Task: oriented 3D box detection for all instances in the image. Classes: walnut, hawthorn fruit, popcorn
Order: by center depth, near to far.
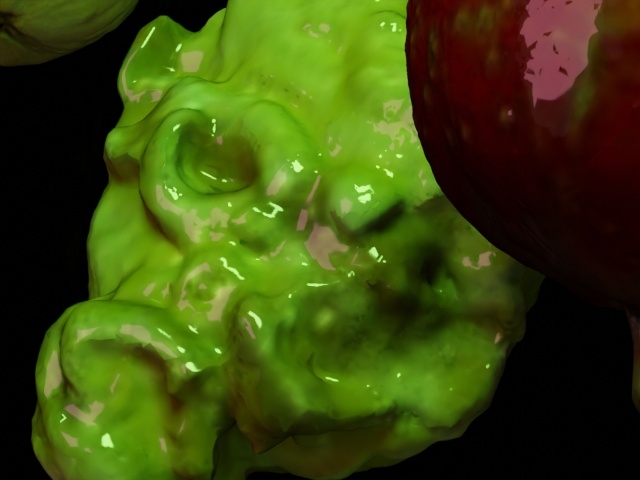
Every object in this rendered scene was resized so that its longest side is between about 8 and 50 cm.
[{"bbox_3d":[0.129,-0.061,0.605,0.215,0.215,0.249,-4,76,61],"label":"hawthorn fruit"},{"bbox_3d":[0.000,0.000,0.811,0.225,0.174,0.286,-13,48,37],"label":"popcorn"},{"bbox_3d":[-0.213,-0.240,1.326,0.195,0.195,0.221,-34,47,51],"label":"walnut"}]

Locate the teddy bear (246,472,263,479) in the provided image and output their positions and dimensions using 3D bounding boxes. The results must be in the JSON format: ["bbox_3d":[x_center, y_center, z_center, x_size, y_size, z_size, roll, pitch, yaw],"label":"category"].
[{"bbox_3d":[-0.089,0.115,0.966,0.251,0.129,0.182,-54,-16,-5],"label":"teddy bear"}]
